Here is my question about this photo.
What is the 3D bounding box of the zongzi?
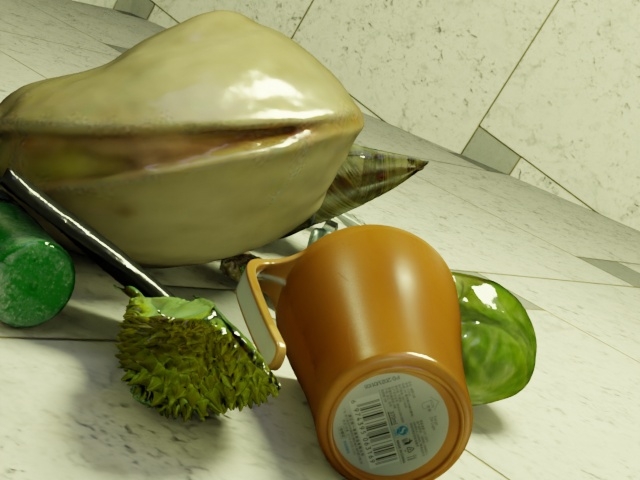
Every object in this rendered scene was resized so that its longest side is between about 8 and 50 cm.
[{"bbox_3d":[-0.005,-0.097,1.815,0.300,0.138,0.286,-12,13,2],"label":"zongzi"}]

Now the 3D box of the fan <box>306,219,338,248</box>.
[{"bbox_3d":[0.000,0.000,1.844,0.023,0.057,0.282,12,6,5],"label":"fan"}]

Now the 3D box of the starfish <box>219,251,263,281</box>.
[{"bbox_3d":[-0.087,0.040,1.553,0.210,0.053,0.150,19,-1,17],"label":"starfish"}]

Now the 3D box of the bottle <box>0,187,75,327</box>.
[{"bbox_3d":[-0.347,-0.019,1.268,0.093,0.093,0.330,9,16,-40],"label":"bottle"}]

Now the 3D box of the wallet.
[{"bbox_3d":[-0.201,0.015,1.216,0.244,0.025,0.124,41,-9,-10],"label":"wallet"}]

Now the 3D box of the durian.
[{"bbox_3d":[-0.118,0.105,1.089,0.137,0.095,0.221,52,-13,-19],"label":"durian"}]

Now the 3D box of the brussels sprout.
[{"bbox_3d":[0.142,0.104,1.383,0.181,0.144,0.161,29,45,-13],"label":"brussels sprout"}]

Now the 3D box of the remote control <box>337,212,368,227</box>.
[{"bbox_3d":[0.049,-0.023,1.957,0.184,0.027,0.050,31,6,-10],"label":"remote control"}]

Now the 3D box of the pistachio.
[{"bbox_3d":[-0.163,-0.113,1.458,0.446,0.281,0.365,-11,9,-31],"label":"pistachio"}]

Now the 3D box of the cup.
[{"bbox_3d":[0.033,0.098,1.174,0.226,0.182,0.264,20,18,-12],"label":"cup"}]

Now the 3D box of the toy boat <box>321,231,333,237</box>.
[{"bbox_3d":[0.073,0.052,1.506,0.262,0.114,0.115,20,26,-42],"label":"toy boat"}]
